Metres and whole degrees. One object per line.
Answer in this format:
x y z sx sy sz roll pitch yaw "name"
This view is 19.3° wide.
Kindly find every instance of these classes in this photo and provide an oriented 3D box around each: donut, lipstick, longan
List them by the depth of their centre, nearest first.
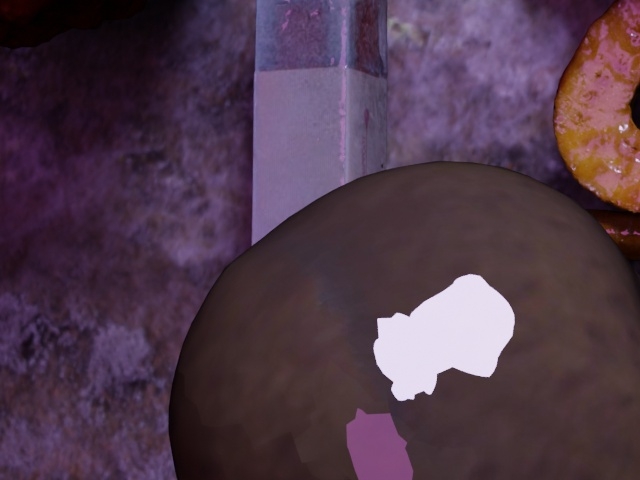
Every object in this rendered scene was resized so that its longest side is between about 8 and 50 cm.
0.086 0.133 1.149 0.361 0.361 0.360 -2 86 25 "longan"
0.230 -0.090 1.247 0.152 0.058 0.151 -2 85 26 "donut"
0.000 0.000 1.340 0.080 0.076 0.371 -2 86 24 "lipstick"

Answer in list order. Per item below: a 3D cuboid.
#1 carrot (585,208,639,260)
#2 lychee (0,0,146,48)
0.177 -0.003 1.277 0.248 0.043 0.043 4 88 23 "carrot"
-0.220 -0.324 1.271 0.424 0.425 0.500 -57 43 11 "lychee"
